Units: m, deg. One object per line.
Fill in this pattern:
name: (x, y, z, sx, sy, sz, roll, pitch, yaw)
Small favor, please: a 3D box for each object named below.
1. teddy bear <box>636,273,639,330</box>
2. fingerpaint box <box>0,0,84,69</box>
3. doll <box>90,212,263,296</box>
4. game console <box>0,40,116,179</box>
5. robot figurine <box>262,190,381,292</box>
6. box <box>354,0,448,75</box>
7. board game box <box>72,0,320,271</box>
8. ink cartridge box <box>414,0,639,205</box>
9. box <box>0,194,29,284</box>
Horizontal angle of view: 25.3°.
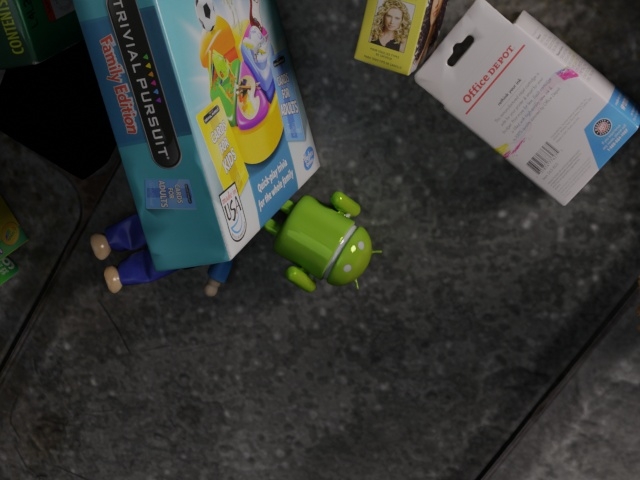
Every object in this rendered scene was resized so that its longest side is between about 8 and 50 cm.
teddy bear: (0.434, 0.017, 1.189, 0.338, 0.245, 0.113, -5, 75, 17)
fingerpaint box: (-0.418, -0.366, 1.268, 0.371, 0.163, 0.445, -2, 114, 30)
doll: (-0.137, -0.001, 1.459, 0.189, 0.046, 0.129, -19, 95, 18)
game console: (-0.338, -0.232, 1.437, 0.361, 0.044, 0.213, 31, 118, 6)
robot figurine: (0.000, 0.000, 1.400, 0.115, 0.067, 0.101, 31, 87, 5)
box: (0.092, -0.268, 1.250, 0.058, 0.087, 0.232, 19, 117, 13)
board game box: (-0.111, -0.176, 1.261, 0.079, 0.254, 0.336, -8, 109, 21)
ink cartridge box: (0.187, -0.131, 1.285, 0.181, 0.061, 0.104, 40, 118, 0)
box: (-0.380, -0.030, 1.499, 0.043, 0.105, 0.179, -23, 103, 26)
